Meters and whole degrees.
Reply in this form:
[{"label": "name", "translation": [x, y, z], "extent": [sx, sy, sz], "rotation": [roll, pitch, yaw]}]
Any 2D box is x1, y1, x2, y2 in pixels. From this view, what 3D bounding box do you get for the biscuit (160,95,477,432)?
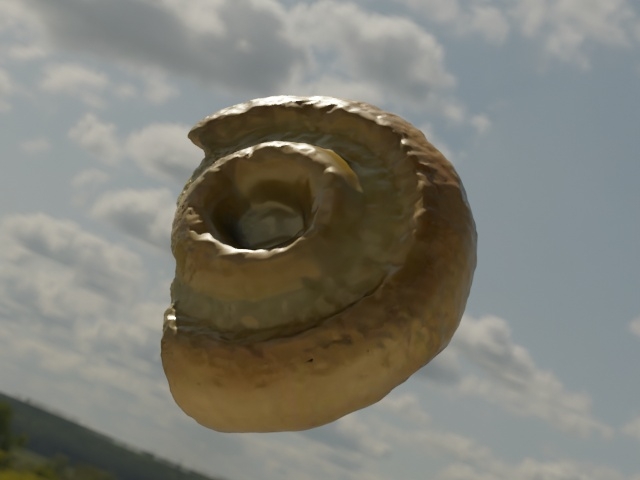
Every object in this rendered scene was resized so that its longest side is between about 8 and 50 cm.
[{"label": "biscuit", "translation": [0.000, -0.001, 1.056], "extent": [0.213, 0.274, 0.091], "rotation": [-9, -45, 6]}]
